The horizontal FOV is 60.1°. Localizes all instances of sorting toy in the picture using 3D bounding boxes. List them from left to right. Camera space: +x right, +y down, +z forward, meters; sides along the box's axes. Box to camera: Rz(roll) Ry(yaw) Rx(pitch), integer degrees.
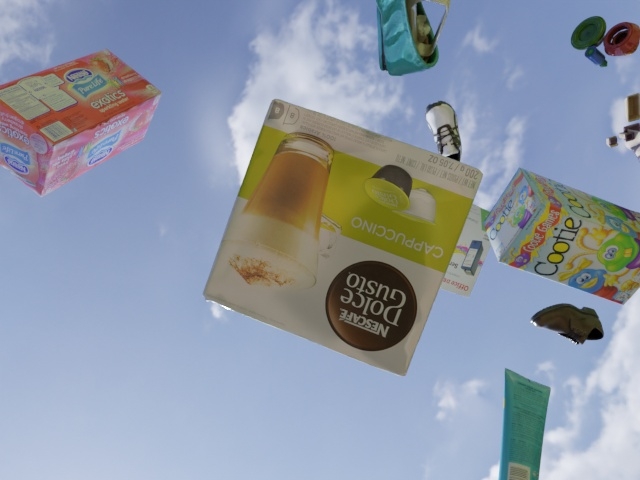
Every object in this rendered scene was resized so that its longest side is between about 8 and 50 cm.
[{"bbox_3d":[0.404,-0.277,0.781,0.042,0.102,0.061,21,-76,-33],"label":"sorting toy"}]

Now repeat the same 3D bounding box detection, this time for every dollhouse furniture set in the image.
[{"bbox_3d":[0.738,-0.282,1.310,0.091,0.081,0.114,-16,-68,-3],"label":"dollhouse furniture set"}]

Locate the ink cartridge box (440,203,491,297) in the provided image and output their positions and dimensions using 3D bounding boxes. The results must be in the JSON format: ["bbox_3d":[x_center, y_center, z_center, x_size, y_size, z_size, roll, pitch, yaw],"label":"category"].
[{"bbox_3d":[0.312,0.011,1.310,0.154,0.093,0.212,20,-84,-28],"label":"ink cartridge box"}]

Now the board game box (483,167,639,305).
[{"bbox_3d":[0.481,-0.007,1.061,0.276,0.144,0.142,18,-147,-10],"label":"board game box"}]

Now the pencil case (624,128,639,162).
[{"bbox_3d":[0.897,-0.120,1.337,0.183,0.160,0.410,47,-153,-61],"label":"pencil case"}]

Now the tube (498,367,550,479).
[{"bbox_3d":[0.304,0.299,0.835,0.080,0.052,0.207,26,-125,-5],"label":"tube"}]

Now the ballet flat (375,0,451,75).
[{"bbox_3d":[0.092,-0.269,0.582,0.247,0.087,0.083,58,-143,-62],"label":"ballet flat"}]

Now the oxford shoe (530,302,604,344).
[{"bbox_3d":[0.655,0.222,1.450,0.227,0.082,0.096,7,-135,-19],"label":"oxford shoe"}]

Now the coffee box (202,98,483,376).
[{"bbox_3d":[0.048,-0.006,0.979,0.338,0.338,0.334,21,-86,7],"label":"coffee box"}]

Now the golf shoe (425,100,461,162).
[{"bbox_3d":[0.329,-0.271,1.430,0.198,0.077,0.093,52,-155,-43],"label":"golf shoe"}]

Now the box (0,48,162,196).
[{"bbox_3d":[-0.472,-0.237,1.067,0.154,0.142,0.300,38,-141,-2],"label":"box"}]
